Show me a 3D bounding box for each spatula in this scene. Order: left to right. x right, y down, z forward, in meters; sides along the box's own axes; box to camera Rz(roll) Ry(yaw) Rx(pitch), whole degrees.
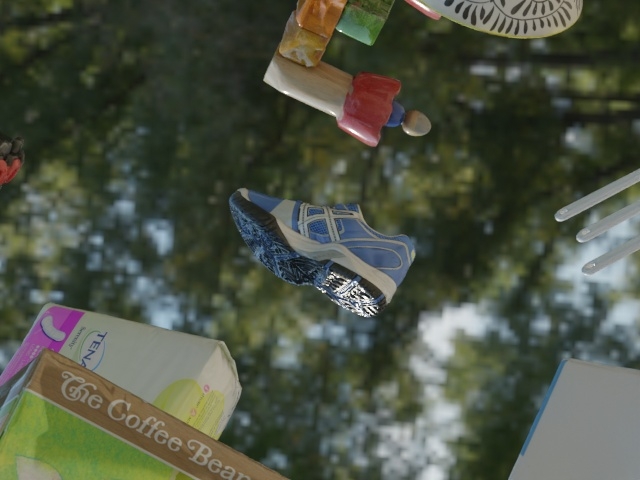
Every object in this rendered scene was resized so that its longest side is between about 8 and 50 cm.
[{"bbox_3d":[0.344,-0.053,1.806,0.019,0.242,0.168,58,-170,-26],"label":"spatula"}]

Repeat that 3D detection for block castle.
[{"bbox_3d":[0.121,-0.357,2.249,0.303,0.213,0.453,117,177,-45],"label":"block castle"}]

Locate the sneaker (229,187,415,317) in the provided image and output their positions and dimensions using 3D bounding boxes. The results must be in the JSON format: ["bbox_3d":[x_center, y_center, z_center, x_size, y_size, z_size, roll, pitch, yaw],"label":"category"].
[{"bbox_3d":[0.000,0.000,1.827,0.081,0.211,0.080,-46,-32,-24],"label":"sneaker"}]

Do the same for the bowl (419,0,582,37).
[{"bbox_3d":[0.143,-0.245,1.514,0.170,0.170,0.080,-63,-6,-51],"label":"bowl"}]

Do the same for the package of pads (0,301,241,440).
[{"bbox_3d":[-0.235,0.211,1.886,0.296,0.229,0.101,-62,-30,-31],"label":"package of pads"}]

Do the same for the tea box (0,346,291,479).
[{"bbox_3d":[-0.158,0.310,1.378,0.220,0.329,0.323,-36,28,58],"label":"tea box"}]

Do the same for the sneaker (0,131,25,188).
[{"bbox_3d":[-0.355,-0.037,1.589,0.135,0.098,0.276,-62,-15,14],"label":"sneaker"}]

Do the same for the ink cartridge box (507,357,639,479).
[{"bbox_3d":[0.306,0.269,1.662,0.270,0.197,0.198,53,-124,-45],"label":"ink cartridge box"}]
